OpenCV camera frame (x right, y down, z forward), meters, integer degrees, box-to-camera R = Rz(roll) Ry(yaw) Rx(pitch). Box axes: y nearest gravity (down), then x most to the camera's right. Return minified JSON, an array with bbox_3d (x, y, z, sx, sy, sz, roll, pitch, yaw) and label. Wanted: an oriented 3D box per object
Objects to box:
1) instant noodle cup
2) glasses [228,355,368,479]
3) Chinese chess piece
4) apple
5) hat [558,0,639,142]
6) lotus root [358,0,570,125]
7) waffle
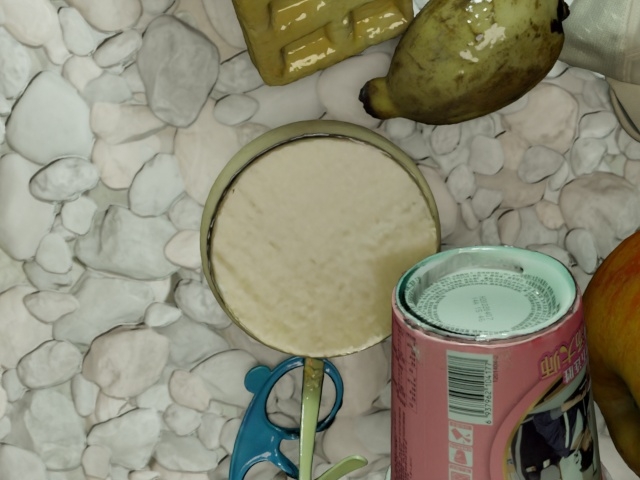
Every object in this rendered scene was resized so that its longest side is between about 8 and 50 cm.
[{"bbox_3d":[0.163,0.149,0.730,0.244,0.244,0.255,-9,116,1],"label":"instant noodle cup"},{"bbox_3d":[-0.011,0.261,0.828,0.102,0.207,0.239,9,106,-40],"label":"glasses"},{"bbox_3d":[0.000,0.000,0.797,0.250,0.103,0.249,0,101,-2],"label":"Chinese chess piece"},{"bbox_3d":[0.384,0.120,0.728,0.302,0.301,0.301,0,101,-1],"label":"apple"},{"bbox_3d":[0.373,-0.194,0.751,0.219,0.164,0.226,-38,81,6],"label":"hat"},{"bbox_3d":[0.140,-0.178,0.753,0.214,0.138,0.138,-33,100,17],"label":"lotus root"},{"bbox_3d":[-0.006,-0.252,0.677,0.168,0.274,0.057,-24,63,-2],"label":"waffle"}]
